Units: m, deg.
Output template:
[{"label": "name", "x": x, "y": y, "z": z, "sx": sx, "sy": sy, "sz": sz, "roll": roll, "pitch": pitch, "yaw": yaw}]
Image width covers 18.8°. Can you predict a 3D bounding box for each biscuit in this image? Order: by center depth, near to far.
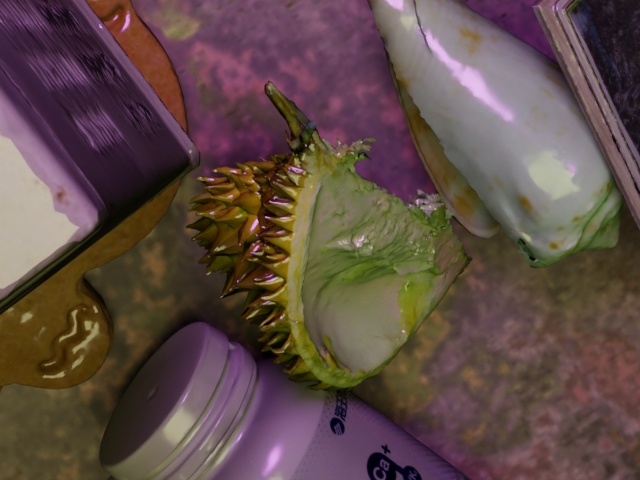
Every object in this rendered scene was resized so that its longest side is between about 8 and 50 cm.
[{"label": "biscuit", "x": -0.154, "y": -0.015, "z": 0.855, "sx": 0.184, "sy": 0.035, "sz": 0.249, "roll": 37, "pitch": 97, "yaw": -19}]

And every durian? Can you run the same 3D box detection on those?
[{"label": "durian", "x": 0.000, "y": 0.000, "z": 0.826, "sx": 0.100, "sy": 0.086, "sz": 0.215, "roll": -43, "pitch": 152, "yaw": 6}]

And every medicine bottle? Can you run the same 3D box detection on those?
[{"label": "medicine bottle", "x": -0.002, "y": 0.123, "z": 0.886, "sx": 0.191, "sy": 0.107, "sz": 0.107, "roll": 37, "pitch": 97, "yaw": -19}]

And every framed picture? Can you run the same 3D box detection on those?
[{"label": "framed picture", "x": 0.164, "y": -0.059, "z": 0.860, "sx": 0.011, "sy": 0.142, "sz": 0.183, "roll": -11, "pitch": 116, "yaw": 41}]

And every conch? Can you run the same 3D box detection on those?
[{"label": "conch", "x": 0.070, "y": -0.058, "z": 0.859, "sx": 0.079, "sy": 0.106, "sz": 0.170, "roll": -42, "pitch": 95, "yaw": -29}]

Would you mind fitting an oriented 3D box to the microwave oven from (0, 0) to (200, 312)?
[{"label": "microwave oven", "x": -0.281, "y": 0.002, "z": 0.662, "sx": 0.394, "sy": 0.333, "sz": 0.247, "roll": -36, "pitch": 95, "yaw": 5}]
